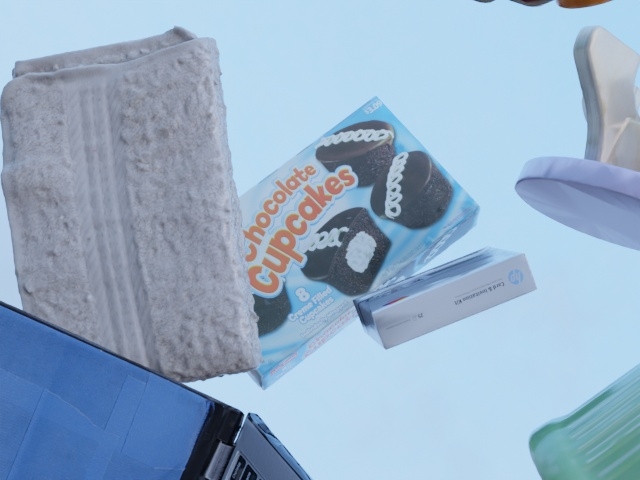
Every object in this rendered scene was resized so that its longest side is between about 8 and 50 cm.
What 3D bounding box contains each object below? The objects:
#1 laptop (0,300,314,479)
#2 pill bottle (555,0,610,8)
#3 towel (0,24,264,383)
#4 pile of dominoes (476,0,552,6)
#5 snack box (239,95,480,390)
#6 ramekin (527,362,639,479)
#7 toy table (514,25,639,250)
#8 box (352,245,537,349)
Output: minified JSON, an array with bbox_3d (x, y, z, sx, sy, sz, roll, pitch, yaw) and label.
[{"bbox_3d":[-0.189,0.286,1.281,0.408,0.236,0.382,41,-69,58],"label":"laptop"},{"bbox_3d":[0.209,-0.324,1.608,0.130,0.130,0.245,6,-58,52],"label":"pill bottle"},{"bbox_3d":[-0.153,-0.020,1.494,0.049,0.187,0.282,17,63,-77],"label":"towel"},{"bbox_3d":[0.062,-0.173,1.138,0.196,0.251,0.040,120,-27,-73],"label":"pile of dominoes"},{"bbox_3d":[0.000,0.000,2.148,0.187,0.322,0.060,48,-14,17],"label":"snack box"},{"bbox_3d":[0.315,0.220,1.457,0.303,0.148,0.303,46,10,-11],"label":"ramekin"},{"bbox_3d":[0.332,-0.089,1.924,0.252,0.161,0.274,34,-13,-40],"label":"toy table"},{"bbox_3d":[0.109,0.049,1.712,0.186,0.145,0.038,-173,-118,-86],"label":"box"}]
